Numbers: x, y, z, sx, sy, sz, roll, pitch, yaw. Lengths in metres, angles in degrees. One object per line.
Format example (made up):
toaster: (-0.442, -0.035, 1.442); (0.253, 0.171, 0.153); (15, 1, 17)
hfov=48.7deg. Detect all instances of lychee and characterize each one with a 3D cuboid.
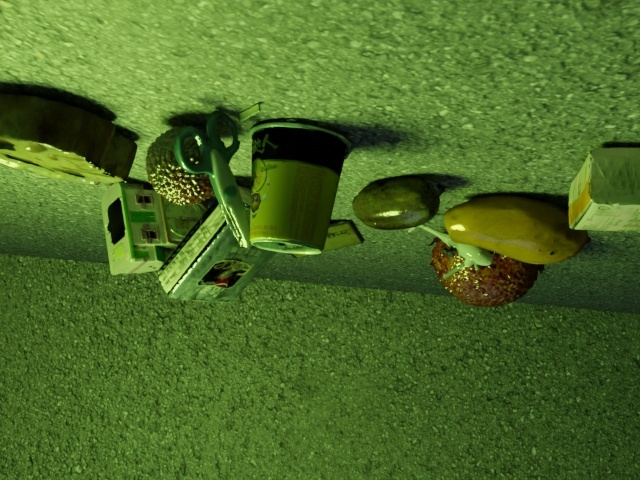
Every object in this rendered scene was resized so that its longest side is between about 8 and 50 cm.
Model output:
lychee: (-0.274, -0.151, 1.439); (0.165, 0.165, 0.197); (11, 152, -27)

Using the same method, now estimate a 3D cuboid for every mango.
mango: (0.484, -0.029, 1.748); (0.359, 0.144, 0.187); (11, 150, -4)

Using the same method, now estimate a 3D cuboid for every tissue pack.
tissue pack: (0.600, -0.096, 1.388); (0.185, 0.124, 0.225); (4, 169, 12)
tissue pack: (-0.245, 0.016, 1.919); (0.361, 0.122, 0.259); (-48, 147, 20)

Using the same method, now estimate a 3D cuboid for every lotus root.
lotus root: (-0.586, -0.207, 1.483); (0.374, 0.111, 0.390); (8, 173, -3)
lotus root: (0.178, -0.084, 1.690); (0.124, 0.123, 0.241); (25, 157, -37)

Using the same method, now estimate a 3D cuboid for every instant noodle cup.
instant noodle cup: (-0.053, -0.098, 1.425); (0.215, 0.236, 0.215); (6, 172, 1)

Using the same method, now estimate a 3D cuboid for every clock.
clock: (-0.437, -0.038, 2.004); (0.309, 0.235, 0.166); (0, 161, -41)

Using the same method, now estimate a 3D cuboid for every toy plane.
toy plane: (0.355, -0.009, 1.909); (0.182, 0.273, 0.107); (-42, 146, 8)

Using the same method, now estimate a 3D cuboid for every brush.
brush: (-0.130, -0.237, 1.310); (0.013, 0.016, 0.083); (-3, 176, -32)

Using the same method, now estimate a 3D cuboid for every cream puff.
cream puff: (0.499, 0.086, 2.133); (0.350, 0.229, 0.350); (4, 175, 0)

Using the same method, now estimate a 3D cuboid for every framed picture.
framed picture: (0.000, 0.000, 2.346); (0.255, 0.014, 0.339); (-13, 167, 8)

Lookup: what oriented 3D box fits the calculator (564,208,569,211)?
calculator: (0.575, -0.052, 1.908); (0.274, 0.028, 0.165); (-2, 167, 36)

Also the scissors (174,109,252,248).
scissors: (-0.187, -0.105, 1.380); (0.138, 0.289, 0.041); (-36, -147, -29)
